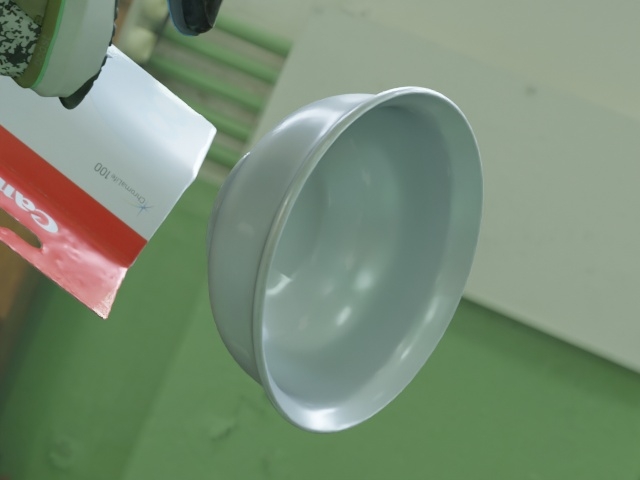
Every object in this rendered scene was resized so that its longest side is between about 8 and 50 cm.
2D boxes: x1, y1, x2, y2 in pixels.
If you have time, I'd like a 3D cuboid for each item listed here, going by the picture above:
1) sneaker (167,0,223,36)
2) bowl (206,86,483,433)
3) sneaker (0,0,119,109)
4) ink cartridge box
[{"bbox_3d":[-0.088,-0.398,1.910,0.139,0.341,0.125,19,12,3],"label":"sneaker"},{"bbox_3d":[0.000,0.000,1.340,0.134,0.298,0.298,23,1,35],"label":"bowl"},{"bbox_3d":[-0.238,-0.280,1.175,0.182,0.410,0.158,-6,34,-27],"label":"sneaker"},{"bbox_3d":[-0.281,-0.118,1.688,0.308,0.091,0.385,40,22,-12],"label":"ink cartridge box"}]
